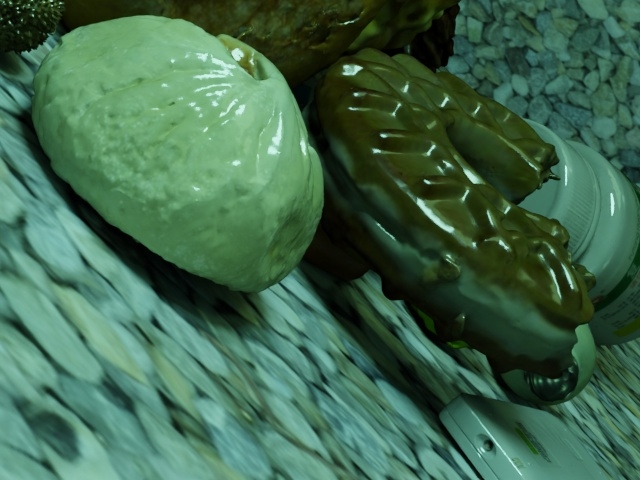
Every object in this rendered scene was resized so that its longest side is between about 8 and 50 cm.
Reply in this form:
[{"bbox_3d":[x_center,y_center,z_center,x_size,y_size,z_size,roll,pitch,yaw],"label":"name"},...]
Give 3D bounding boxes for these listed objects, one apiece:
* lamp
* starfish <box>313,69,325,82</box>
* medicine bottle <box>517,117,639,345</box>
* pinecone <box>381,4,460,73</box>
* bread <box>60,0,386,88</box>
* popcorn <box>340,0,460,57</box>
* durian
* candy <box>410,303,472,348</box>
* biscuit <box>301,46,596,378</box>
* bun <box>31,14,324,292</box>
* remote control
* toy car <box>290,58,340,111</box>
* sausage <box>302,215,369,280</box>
[{"bbox_3d":[0.223,0.108,1.414,0.101,0.101,0.250,45,10,-1],"label":"lamp"},{"bbox_3d":[-0.085,-0.244,1.520,0.138,0.050,0.247,3,37,-19],"label":"starfish"},{"bbox_3d":[0.291,-0.010,1.728,0.339,0.208,0.208,28,22,-52],"label":"medicine bottle"},{"bbox_3d":[0.031,-0.382,1.782,0.397,0.398,0.398,43,14,-13],"label":"pinecone"},{"bbox_3d":[-0.078,-0.308,1.183,0.336,0.358,0.204,29,12,-43],"label":"bread"},{"bbox_3d":[0.024,-0.324,1.484,0.265,0.225,0.332,8,25,-40],"label":"popcorn"},{"bbox_3d":[-0.207,-0.165,0.968,0.091,0.080,0.080,10,37,-48],"label":"durian"},{"bbox_3d":[0.112,0.019,1.374,0.096,0.097,0.209,36,12,-36],"label":"candy"},{"bbox_3d":[0.100,-0.043,1.209,0.268,0.115,0.366,30,23,-13],"label":"biscuit"},{"bbox_3d":[-0.082,-0.073,0.951,0.220,0.134,0.220,38,15,-12],"label":"bun"},{"bbox_3d":[0.182,0.183,1.209,0.103,0.034,0.250,52,14,25],"label":"remote control"},{"bbox_3d":[-0.014,-0.182,1.617,0.161,0.098,0.126,17,-16,8],"label":"toy car"},{"bbox_3d":[0.000,0.000,1.190,0.131,0.039,0.041,32,13,-48],"label":"sausage"}]
